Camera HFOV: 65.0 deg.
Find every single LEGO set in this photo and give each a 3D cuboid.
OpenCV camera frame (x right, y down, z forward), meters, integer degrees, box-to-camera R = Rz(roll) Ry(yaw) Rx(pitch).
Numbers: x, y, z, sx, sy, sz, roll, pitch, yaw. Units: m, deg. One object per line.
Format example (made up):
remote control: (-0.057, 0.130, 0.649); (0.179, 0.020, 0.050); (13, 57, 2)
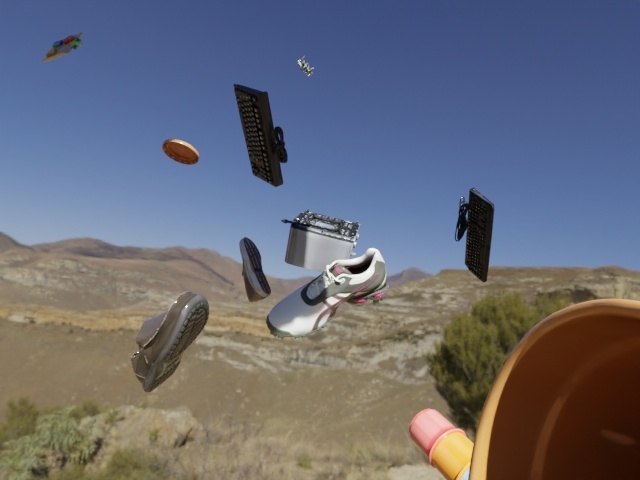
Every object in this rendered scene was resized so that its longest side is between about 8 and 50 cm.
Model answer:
LEGO set: (-0.045, -0.472, 1.377); (0.023, 0.054, 0.083); (-28, 16, -14)

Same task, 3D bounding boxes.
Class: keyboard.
keyboard: (0.296, -0.009, 0.996); (0.038, 0.192, 0.100); (-16, 36, -12)
keyboard: (-0.100, -0.174, 0.868); (0.108, 0.023, 0.180); (26, -39, 32)

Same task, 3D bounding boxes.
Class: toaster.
toaster: (0.000, 0.000, 1.248); (0.185, 0.110, 0.168); (14, 16, 5)

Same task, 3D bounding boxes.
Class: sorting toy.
sorting toy: (-0.410, -0.317, 0.813); (0.083, 0.062, 0.012); (-7, -41, 24)

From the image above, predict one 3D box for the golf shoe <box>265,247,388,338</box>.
golf shoe: (0.009, 0.099, 1.017); (0.272, 0.105, 0.120); (-24, -43, -16)

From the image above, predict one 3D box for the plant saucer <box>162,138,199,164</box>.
plant saucer: (-0.308, -0.197, 1.112); (0.083, 0.013, 0.083); (11, -25, 5)

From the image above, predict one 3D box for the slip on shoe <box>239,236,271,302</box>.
slip on shoe: (-0.137, 0.057, 0.979); (0.041, 0.135, 0.051); (-33, -25, 20)

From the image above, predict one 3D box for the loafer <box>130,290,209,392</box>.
loafer: (-0.242, 0.147, 0.760); (0.078, 0.220, 0.080); (41, 32, 8)

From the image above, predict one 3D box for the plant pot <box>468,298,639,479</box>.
plant pot: (0.245, 0.195, 0.296); (0.203, 0.291, 0.291); (12, -9, -7)

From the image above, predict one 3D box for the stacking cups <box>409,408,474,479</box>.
stacking cups: (0.246, 0.354, 0.714); (0.096, 0.096, 0.316); (13, 16, -33)
